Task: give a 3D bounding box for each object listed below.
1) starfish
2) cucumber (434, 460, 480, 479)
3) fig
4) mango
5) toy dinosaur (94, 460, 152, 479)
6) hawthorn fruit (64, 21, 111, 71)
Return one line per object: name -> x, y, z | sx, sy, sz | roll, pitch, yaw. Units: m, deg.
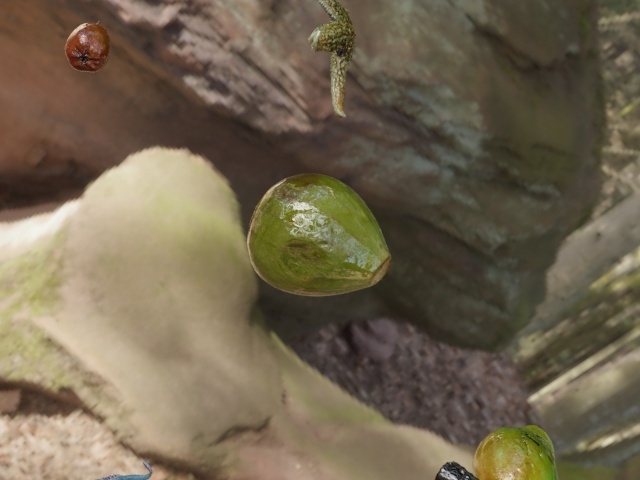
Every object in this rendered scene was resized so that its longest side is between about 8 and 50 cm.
starfish -> 0.015, -0.230, 1.416 | 0.208, 0.053, 0.176 | 17, 67, -72
cucumber -> 0.178, 0.273, 1.136 | 0.163, 0.043, 0.039 | 33, -12, 30
fig -> -0.005, -0.008, 1.911 | 0.207, 0.230, 0.207 | -10, 106, -41
mango -> 0.267, 0.308, 1.590 | 0.233, 0.111, 0.125 | -42, 130, -65
toy dinosaur -> -0.301, 0.377, 1.731 | 0.080, 0.045, 0.197 | 22, 28, 21
hawthorn fruit -> -0.403, -0.343, 2.067 | 0.081, 0.081, 0.093 | 37, 36, -21
